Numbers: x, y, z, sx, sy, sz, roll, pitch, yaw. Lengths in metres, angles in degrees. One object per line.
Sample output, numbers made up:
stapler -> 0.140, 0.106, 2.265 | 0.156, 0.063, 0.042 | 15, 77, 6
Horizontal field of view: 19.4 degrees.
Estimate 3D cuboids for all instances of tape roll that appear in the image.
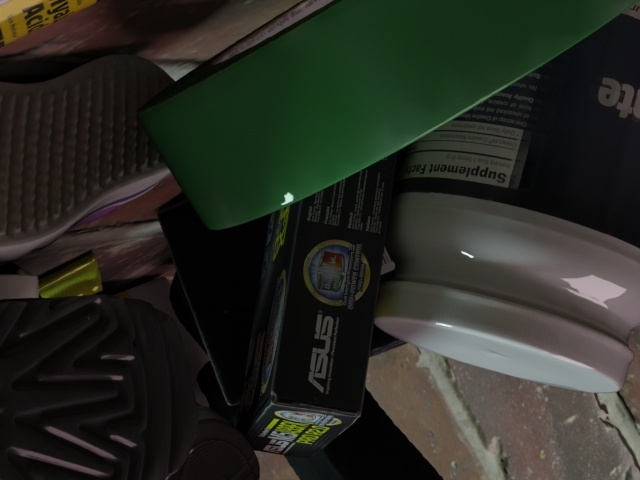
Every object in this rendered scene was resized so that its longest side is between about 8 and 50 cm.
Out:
tape roll -> 0.055, -0.121, 1.006 | 0.321, 0.077, 0.321 | -31, -171, 5

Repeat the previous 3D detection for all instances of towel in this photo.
towel -> -0.293, 0.079, 1.585 | 0.237, 0.021, 0.102 | -27, 173, -10

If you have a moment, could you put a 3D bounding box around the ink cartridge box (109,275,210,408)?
ink cartridge box -> -0.222, 0.179, 1.745 | 0.198, 0.197, 0.270 | -31, 177, 18

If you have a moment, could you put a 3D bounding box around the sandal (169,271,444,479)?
sandal -> -0.034, 0.155, 1.702 | 0.167, 0.446, 0.107 | 15, 114, -35

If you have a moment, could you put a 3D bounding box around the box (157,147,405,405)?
box -> 0.100, -0.017, 1.593 | 0.343, 0.179, 0.312 | -23, 177, 28

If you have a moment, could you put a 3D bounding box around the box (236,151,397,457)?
box -> 0.000, 0.000, 1.267 | 0.060, 0.270, 0.216 | 10, 166, -6

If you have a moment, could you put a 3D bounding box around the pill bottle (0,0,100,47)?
pill bottle -> -0.110, -0.124, 0.764 | 0.116, 0.065, 0.065 | -27, 172, -11

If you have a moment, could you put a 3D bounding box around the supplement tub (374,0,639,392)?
supplement tub -> 0.151, -0.054, 1.223 | 0.191, 0.272, 0.191 | 16, 171, 3

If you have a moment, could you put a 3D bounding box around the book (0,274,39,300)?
book -> -0.247, 0.032, 1.129 | 0.096, 0.035, 0.144 | 0, 177, -37

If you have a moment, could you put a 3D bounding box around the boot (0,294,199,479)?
boot -> -0.348, 0.109, 1.020 | 0.445, 0.146, 0.367 | -8, 167, 40

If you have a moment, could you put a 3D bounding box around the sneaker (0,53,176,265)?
sneaker -> -0.201, -0.017, 1.018 | 0.161, 0.102, 0.282 | -28, 172, 31

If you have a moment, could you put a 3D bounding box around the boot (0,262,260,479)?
boot -> -0.181, 0.136, 1.375 | 0.138, 0.284, 0.377 | -42, 163, -14
